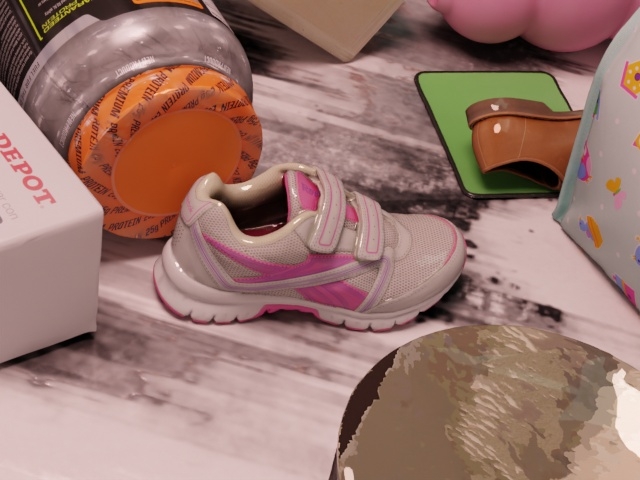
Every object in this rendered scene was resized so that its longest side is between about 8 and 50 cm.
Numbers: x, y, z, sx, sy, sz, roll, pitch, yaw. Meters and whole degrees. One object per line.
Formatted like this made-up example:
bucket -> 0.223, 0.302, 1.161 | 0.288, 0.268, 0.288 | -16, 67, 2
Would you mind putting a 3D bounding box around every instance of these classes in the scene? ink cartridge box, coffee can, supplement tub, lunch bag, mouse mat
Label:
ink cartridge box -> -0.341, -0.001, 0.994 | 0.307, 0.129, 0.223 | -19, 50, -31
coffee can -> 0.083, 0.211, 0.760 | 0.202, 0.275, 0.201 | 8, 42, -7
supplement tub -> -0.179, -0.159, 1.162 | 0.194, 0.193, 0.316 | -11, 47, -24
lunch bag -> 0.327, -0.062, 1.132 | 0.160, 0.262, 0.223 | -14, 47, -27
mouse mat -> 0.182, -0.104, 1.333 | 0.153, 0.007, 0.189 | -2, 43, -15

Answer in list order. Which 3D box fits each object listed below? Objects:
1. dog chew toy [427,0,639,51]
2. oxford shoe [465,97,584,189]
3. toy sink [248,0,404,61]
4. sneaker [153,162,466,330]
dog chew toy -> 0.263, -0.284, 1.418 | 0.332, 0.206, 0.206 | -13, 47, -15
oxford shoe -> 0.234, -0.081, 1.280 | 0.212, 0.076, 0.076 | 1, 73, -16
toy sink -> -0.033, -0.299, 1.315 | 0.234, 0.131, 0.152 | 25, 23, -48
sneaker -> 0.000, 0.000, 1.093 | 0.252, 0.111, 0.103 | -2, 44, -17
